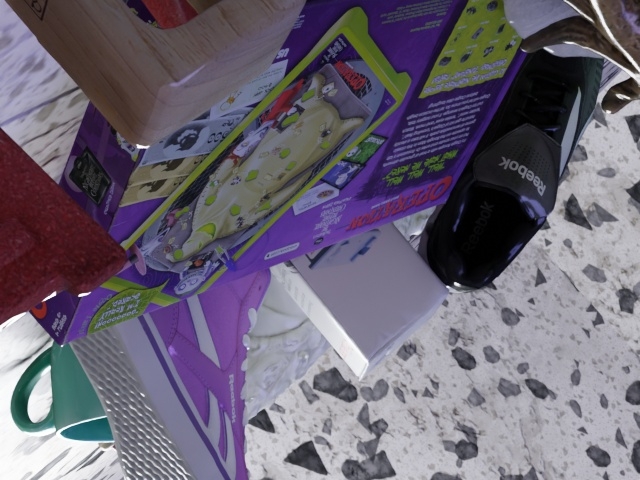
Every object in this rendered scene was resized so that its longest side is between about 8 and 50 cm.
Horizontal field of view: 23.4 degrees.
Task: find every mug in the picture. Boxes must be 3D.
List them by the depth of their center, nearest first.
[{"bbox_3d":[-0.161,0.100,1.220,0.157,0.097,0.129,-2,163,-19],"label":"mug"}]

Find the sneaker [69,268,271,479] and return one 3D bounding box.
[{"bbox_3d":[-0.075,0.102,1.122,0.102,0.282,0.161,9,-144,42],"label":"sneaker"}]

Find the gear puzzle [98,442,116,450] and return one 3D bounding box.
[{"bbox_3d":[-0.085,0.078,1.510,0.339,0.044,0.175,-42,-163,-1],"label":"gear puzzle"}]

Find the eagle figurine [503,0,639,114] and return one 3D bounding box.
[{"bbox_3d":[0.250,-0.194,0.821,0.298,0.225,0.226,-57,168,-12],"label":"eagle figurine"}]

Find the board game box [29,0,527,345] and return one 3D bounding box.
[{"bbox_3d":[-0.001,-0.072,0.879,0.346,0.056,0.208,-20,141,-48],"label":"board game box"}]

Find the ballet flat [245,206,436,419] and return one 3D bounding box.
[{"bbox_3d":[-0.001,-0.018,1.334,0.409,0.147,0.147,-48,176,-20],"label":"ballet flat"}]

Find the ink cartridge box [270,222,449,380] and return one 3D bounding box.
[{"bbox_3d":[0.000,0.000,1.136,0.082,0.191,0.139,-40,174,-8],"label":"ink cartridge box"}]

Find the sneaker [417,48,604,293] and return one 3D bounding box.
[{"bbox_3d":[0.141,-0.061,1.073,0.106,0.078,0.234,-96,-148,-81],"label":"sneaker"}]

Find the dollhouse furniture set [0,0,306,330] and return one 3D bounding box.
[{"bbox_3d":[-0.087,-0.043,0.514,0.374,0.152,0.201,-38,172,-33],"label":"dollhouse furniture set"}]
